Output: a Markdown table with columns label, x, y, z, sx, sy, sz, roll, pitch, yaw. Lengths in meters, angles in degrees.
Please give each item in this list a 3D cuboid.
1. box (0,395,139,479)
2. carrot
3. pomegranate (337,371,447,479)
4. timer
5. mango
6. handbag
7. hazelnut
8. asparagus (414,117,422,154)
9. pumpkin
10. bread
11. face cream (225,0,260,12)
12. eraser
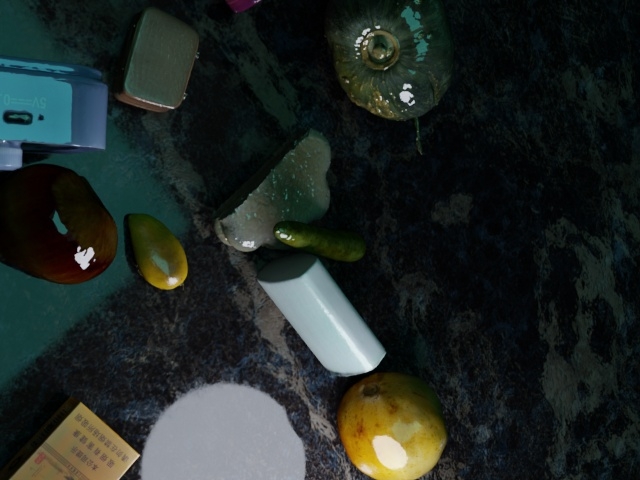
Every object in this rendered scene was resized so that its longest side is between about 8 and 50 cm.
| label | x | y | z | sx | sy | sz | roll | pitch | yaw |
| --- | --- | --- | --- | --- | --- | --- | --- | --- | --- |
| box | -0.510 | 0.464 | 1.642 | 0.274 | 0.076 | 0.174 | -49 | 113 | -21 |
| carrot | 0.000 | 0.000 | 1.857 | 0.358 | 0.074 | 0.074 | 13 | 85 | -60 |
| pomegranate | 0.173 | 0.432 | 1.957 | 0.264 | 0.264 | 0.264 | -1 | 92 | -32 |
| timer | -0.567 | -0.204 | 1.414 | 0.395 | 0.395 | 0.173 | 0 | 94 | -32 |
| mango | -0.334 | 0.024 | 1.744 | 0.101 | 0.066 | 0.187 | -30 | 99 | -28 |
| handbag | -0.330 | -0.363 | 1.726 | 0.151 | 0.072 | 0.193 | 16 | 81 | -31 |
| hazelnut | -0.491 | -0.018 | 1.570 | 0.217 | 0.217 | 0.251 | -56 | 142 | -18 |
| asparagus | 0.237 | -0.294 | 2.110 | 0.016 | 0.016 | 0.162 | -22 | 105 | -56 |
| pumpkin | 0.155 | -0.431 | 1.899 | 0.257 | 0.292 | 0.327 | -45 | 134 | -55 |
| bread | -0.083 | -0.091 | 1.873 | 0.337 | 0.102 | 0.183 | -47 | 118 | -24 |
| face cream | -0.163 | -0.599 | 1.758 | 0.175 | 0.175 | 0.195 | -45 | 115 | -22 |
| eraser | 0.001 | 0.167 | 1.878 | 0.104 | 0.189 | 0.290 | -46 | 114 | -26 |
